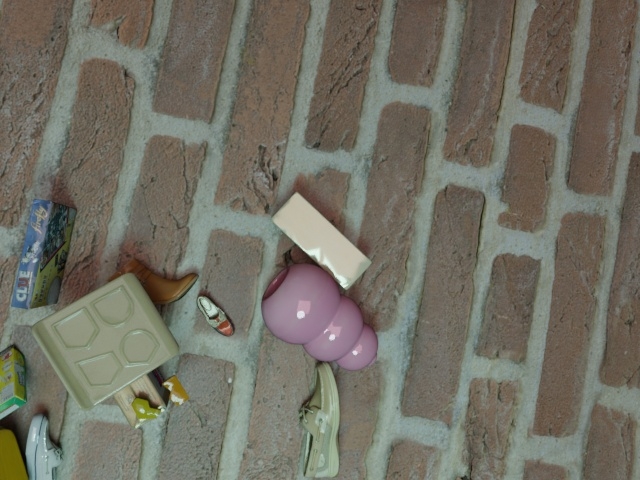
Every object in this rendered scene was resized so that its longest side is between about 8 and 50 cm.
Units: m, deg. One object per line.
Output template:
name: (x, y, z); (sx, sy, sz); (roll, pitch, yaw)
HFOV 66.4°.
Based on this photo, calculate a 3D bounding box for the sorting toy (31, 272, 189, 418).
sorting toy: (-0.430, 0.253, 1.052); (0.229, 0.041, 0.307); (-32, 93, -23)

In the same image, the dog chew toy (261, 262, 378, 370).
dog chew toy: (0.012, 0.209, 1.242); (0.332, 0.206, 0.207); (41, 82, -14)

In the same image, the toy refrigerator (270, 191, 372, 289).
toy refrigerator: (0.000, 0.000, 1.297); (0.269, 0.094, 0.102); (42, 89, -4)

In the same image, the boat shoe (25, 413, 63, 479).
boat shoe: (-0.663, 0.526, 1.183); (0.075, 0.083, 0.227); (5, 99, -20)

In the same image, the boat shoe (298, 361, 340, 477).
boat shoe: (-0.006, 0.467, 1.270); (0.098, 0.109, 0.303); (-1, 93, -10)

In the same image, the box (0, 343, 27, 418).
box: (-0.751, 0.334, 1.146); (0.105, 0.179, 0.043); (-32, 136, -9)

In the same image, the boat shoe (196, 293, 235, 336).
boat shoe: (-0.272, 0.196, 1.269); (0.049, 0.043, 0.137); (-38, 95, -11)

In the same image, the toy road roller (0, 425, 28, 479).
toy road roller: (-0.783, 0.590, 1.041); (0.202, 0.240, 0.330); (-21, 83, 16)

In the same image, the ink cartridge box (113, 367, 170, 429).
ink cartridge box: (-0.451, 0.303, 1.159); (0.088, 0.193, 0.235); (-31, 93, -14)

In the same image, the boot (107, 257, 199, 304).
boot: (-0.422, 0.102, 1.236); (0.197, 0.073, 0.152); (-37, 89, -11)

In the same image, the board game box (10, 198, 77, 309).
board game box: (-0.647, 0.032, 1.154); (0.042, 0.165, 0.244); (11, 86, -8)
